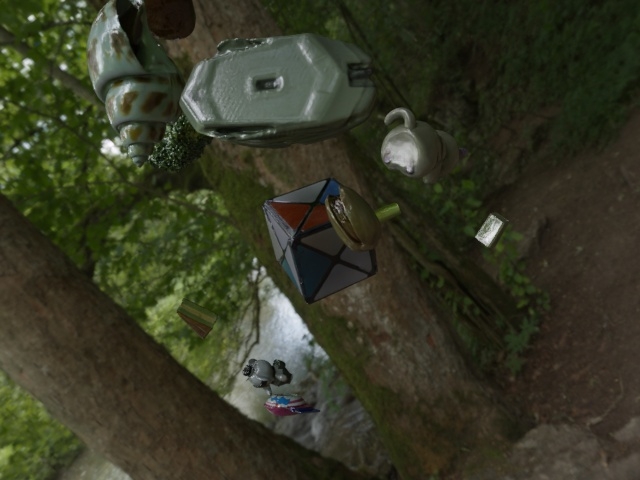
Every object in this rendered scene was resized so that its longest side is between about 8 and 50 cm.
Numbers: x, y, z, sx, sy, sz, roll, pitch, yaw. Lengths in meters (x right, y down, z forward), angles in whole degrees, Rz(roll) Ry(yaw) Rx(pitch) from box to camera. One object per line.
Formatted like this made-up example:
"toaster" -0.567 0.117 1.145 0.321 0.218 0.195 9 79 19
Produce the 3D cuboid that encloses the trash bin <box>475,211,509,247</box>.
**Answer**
"trash bin" 0.515 -0.033 1.517 0.043 0.061 0.092 -12 -45 -41

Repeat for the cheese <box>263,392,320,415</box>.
"cheese" -0.093 0.529 1.619 0.244 0.155 0.062 -16 71 57

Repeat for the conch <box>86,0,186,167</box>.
"conch" -0.432 -0.372 1.184 0.197 0.368 0.249 -25 -8 4

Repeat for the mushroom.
"mushroom" -0.553 -0.781 1.642 0.195 0.283 0.263 102 -176 -57

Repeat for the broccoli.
"broccoli" -0.484 -0.403 1.647 0.249 0.302 0.375 -9 43 -27

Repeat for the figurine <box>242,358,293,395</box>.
"figurine" -0.198 0.490 1.843 0.147 0.192 0.126 23 92 60

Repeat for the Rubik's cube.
"Rubik's cube" 0.000 0.000 1.803 0.307 0.310 0.305 -24 38 -17

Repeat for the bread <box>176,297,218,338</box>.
"bread" -0.440 0.271 1.757 0.084 0.139 0.074 -46 22 42

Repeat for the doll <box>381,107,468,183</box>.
"doll" 0.379 -0.327 1.888 0.215 0.370 0.226 16 92 38

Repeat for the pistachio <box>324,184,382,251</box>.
"pistachio" 0.097 -0.062 1.449 0.129 0.206 0.131 -33 -3 28

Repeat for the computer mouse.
"computer mouse" -0.091 -0.316 1.112 0.428 0.228 0.145 -5 -12 5

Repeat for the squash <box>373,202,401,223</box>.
"squash" 0.260 -0.099 2.403 0.250 0.083 0.083 -27 13 -1
